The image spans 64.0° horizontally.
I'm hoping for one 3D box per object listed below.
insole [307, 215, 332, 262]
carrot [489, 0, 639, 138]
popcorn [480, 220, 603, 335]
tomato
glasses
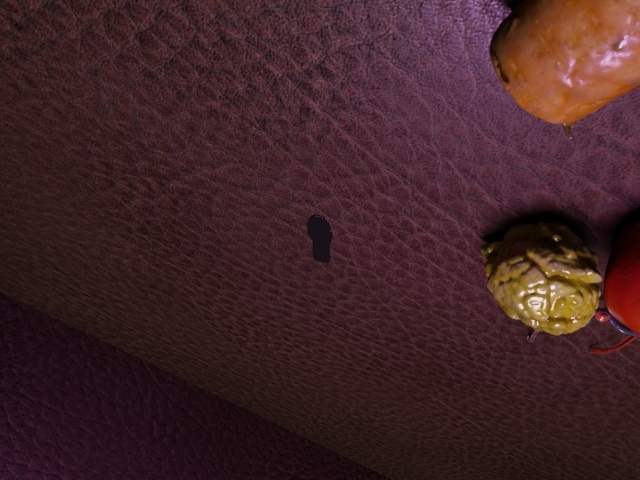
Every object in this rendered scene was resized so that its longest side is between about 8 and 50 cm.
[{"bbox_3d":[0.000,0.000,1.303,0.064,0.004,0.188,8,142,9],"label":"insole"},{"bbox_3d":[0.391,-0.311,0.616,0.224,0.224,0.340,24,149,-12],"label":"carrot"},{"bbox_3d":[0.468,0.070,1.077,0.259,0.259,0.212,29,127,-18],"label":"popcorn"},{"bbox_3d":[0.691,0.061,0.958,0.299,0.298,0.226,-7,113,26],"label":"tomato"},{"bbox_3d":[0.667,0.249,1.309,0.234,0.118,0.268,7,142,7],"label":"glasses"}]
